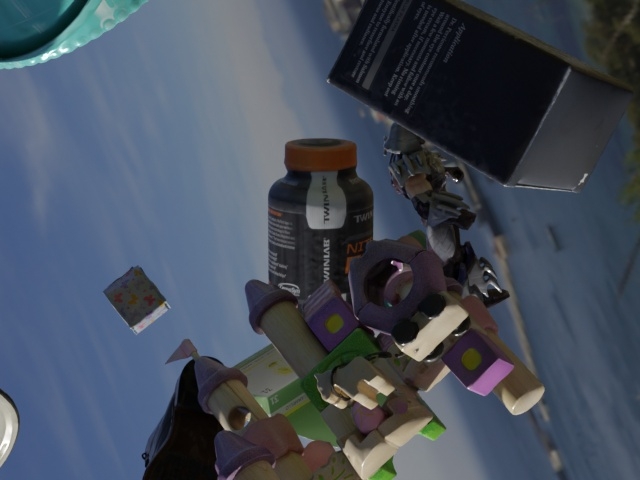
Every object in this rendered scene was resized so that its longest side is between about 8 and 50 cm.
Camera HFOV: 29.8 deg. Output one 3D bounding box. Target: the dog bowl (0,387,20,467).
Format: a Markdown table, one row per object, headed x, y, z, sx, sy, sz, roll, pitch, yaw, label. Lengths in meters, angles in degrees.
| x | y | z | sx | sy | sz | roll | pitch | yaw | label |
| --- | --- | --- | --- | --- | --- | --- | --- | --- | --- |
| -0.632 | 0.263 | 1.639 | 0.150 | 0.408 | 0.408 | 56 | 177 | 31 | dog bowl |

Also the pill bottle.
| x | y | z | sx | sy | sz | roll | pitch | yaw | label |
| --- | --- | --- | --- | --- | --- | --- | --- | --- | --- |
| 0.000 | 0.000 | 1.466 | 0.130 | 0.131 | 0.245 | -102 | 11 | -75 | pill bottle |

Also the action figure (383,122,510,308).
| x | y | z | sx | sy | sz | roll | pitch | yaw | label |
| --- | --- | --- | --- | --- | --- | --- | --- | --- | --- |
| 0.139 | -0.028 | 1.405 | 0.185 | 0.099 | 0.285 | -75 | -32 | -63 | action figure |

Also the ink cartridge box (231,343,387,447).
| x | y | z | sx | sy | sz | roll | pitch | yaw | label |
| --- | --- | --- | --- | --- | --- | --- | --- | --- | --- |
| -0.017 | 0.205 | 1.676 | 0.235 | 0.171 | 0.056 | 6 | 114 | 42 | ink cartridge box |

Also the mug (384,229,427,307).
| x | y | z | sx | sy | sz | roll | pitch | yaw | label |
| --- | --- | --- | --- | --- | --- | --- | --- | --- | --- |
| 0.132 | 0.054 | 1.689 | 0.097 | 0.158 | 0.129 | 51 | -166 | 12 | mug |

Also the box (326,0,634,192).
| x | y | z | sx | sy | sz | roll | pitch | yaw | label |
| --- | --- | --- | --- | --- | --- | --- | --- | --- | --- |
| 0.119 | -0.111 | 0.863 | 0.158 | 0.093 | 0.156 | 34 | -164 | 25 | box |

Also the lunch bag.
| x | y | z | sx | sy | sz | roll | pitch | yaw | label |
| --- | --- | --- | --- | --- | --- | --- | --- | --- | --- |
| -0.277 | 0.087 | 1.809 | 0.083 | 0.071 | 0.053 | 48 | 171 | 15 | lunch bag |

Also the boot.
| x | y | z | sx | sy | sz | roll | pitch | yaw | label |
| --- | --- | --- | --- | --- | --- | --- | --- | --- | --- |
| -0.148 | 0.240 | 1.274 | 0.106 | 0.082 | 0.219 | 125 | 163 | -59 | boot |

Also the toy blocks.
| x | y | z | sx | sy | sz | roll | pitch | yaw | label |
| --- | --- | --- | --- | --- | --- | --- | --- | --- | --- |
| 0.004 | 0.105 | 1.139 | 0.260 | 0.288 | 0.309 | 50 | -173 | 32 | toy blocks |

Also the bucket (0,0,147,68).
| x | y | z | sx | sy | sz | roll | pitch | yaw | label |
| --- | --- | --- | --- | --- | --- | --- | --- | --- | --- |
| -0.237 | -0.280 | 0.944 | 0.183 | 0.281 | 0.281 | 54 | -170 | -40 | bucket |
